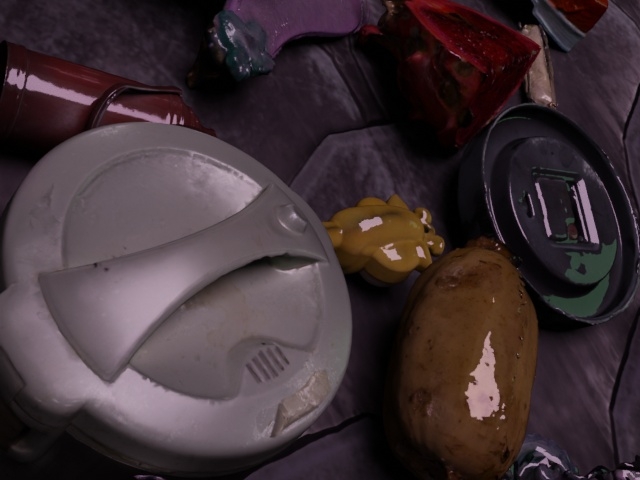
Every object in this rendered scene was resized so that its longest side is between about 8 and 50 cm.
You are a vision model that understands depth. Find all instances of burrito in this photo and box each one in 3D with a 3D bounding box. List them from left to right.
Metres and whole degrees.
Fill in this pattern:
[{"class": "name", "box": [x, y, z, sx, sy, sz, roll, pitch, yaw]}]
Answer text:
[{"class": "burrito", "box": [0.298, -0.227, 1.513, 0.045, 0.041, 0.185, -6, 55, 10]}]

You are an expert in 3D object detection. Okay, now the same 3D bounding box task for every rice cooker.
[{"class": "rice cooker", "box": [-0.140, 0.073, 0.832, 0.288, 0.277, 0.288, 17, 53, -23]}]

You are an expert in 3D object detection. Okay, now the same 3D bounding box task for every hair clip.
[{"class": "hair clip", "box": [-0.042, -0.266, 1.272, 0.110, 0.095, 0.358, 29, 40, 14]}]

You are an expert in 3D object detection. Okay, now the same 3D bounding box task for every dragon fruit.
[{"class": "dragon fruit", "box": [0.140, -0.221, 1.348, 0.211, 0.134, 0.262, 42, 29, 13]}]

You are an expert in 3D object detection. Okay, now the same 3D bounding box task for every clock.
[{"class": "clock", "box": [0.275, -0.027, 1.315, 0.280, 0.055, 0.280, 17, 61, -33]}]

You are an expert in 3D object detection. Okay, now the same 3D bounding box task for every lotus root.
[{"class": "lotus root", "box": [0.140, 0.113, 1.076, 0.146, 0.160, 0.284, 29, 56, -14]}]

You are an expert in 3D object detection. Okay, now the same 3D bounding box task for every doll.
[{"class": "doll", "box": [-0.001, 0.000, 1.113, 0.291, 0.086, 0.117, -5, 59, -34]}]

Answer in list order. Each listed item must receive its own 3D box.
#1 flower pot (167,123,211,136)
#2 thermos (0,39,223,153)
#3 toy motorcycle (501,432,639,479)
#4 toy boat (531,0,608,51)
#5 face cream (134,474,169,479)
[{"class": "flower pot", "box": [-0.133, -0.038, 0.999, 0.111, 0.089, 0.111, -6, 50, 7]}, {"class": "thermos", "box": [-0.201, -0.114, 1.049, 0.232, 0.099, 0.124, 13, 16, -30]}, {"class": "toy motorcycle", "box": [0.308, 0.313, 1.080, 0.327, 0.143, 0.188, 22, 50, -12]}, {"class": "toy boat", "box": [0.278, -0.415, 1.576, 0.332, 0.133, 0.145, 50, 40, -10]}, {"class": "face cream", "box": [-0.134, 0.267, 0.746, 0.092, 0.244, 0.058, -19, 43, -42]}]
